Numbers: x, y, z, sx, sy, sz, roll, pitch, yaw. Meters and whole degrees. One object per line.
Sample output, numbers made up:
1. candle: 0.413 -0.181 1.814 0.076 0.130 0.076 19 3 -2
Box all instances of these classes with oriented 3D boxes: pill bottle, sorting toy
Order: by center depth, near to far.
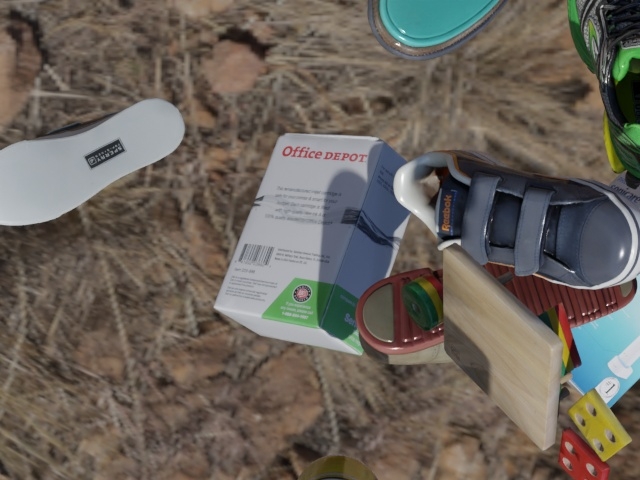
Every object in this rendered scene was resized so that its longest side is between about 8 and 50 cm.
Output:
1. sorting toy: 0.161 0.083 1.040 0.046 0.274 0.132 -28 139 -20
2. pill bottle: 0.018 0.295 1.436 0.103 0.184 0.103 0 93 3

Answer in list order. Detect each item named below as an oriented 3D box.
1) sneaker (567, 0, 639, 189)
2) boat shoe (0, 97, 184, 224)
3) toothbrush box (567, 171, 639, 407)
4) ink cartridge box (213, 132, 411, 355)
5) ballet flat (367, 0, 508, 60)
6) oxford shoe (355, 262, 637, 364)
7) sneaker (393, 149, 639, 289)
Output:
1. sneaker: 0.400 -0.245 1.638 0.146 0.134 0.343 65 13 -67
2. boat shoe: -0.235 -0.072 1.245 0.219 0.070 0.078 -24 99 -22
3. toothbrush box: 0.447 0.077 1.984 0.295 0.126 0.216 -46 110 2
4. ink cartridge box: 0.000 0.000 1.886 0.121 0.211 0.289 36 70 -46
5. ballet flat: 0.082 -0.170 0.680 0.074 0.074 0.203 41 71 -34
6. oxford shoe: 0.213 0.079 1.607 0.348 0.130 0.123 -8 66 -3
7. sneaker: 0.212 -0.023 1.459 0.127 0.321 0.126 -5 108 -37
